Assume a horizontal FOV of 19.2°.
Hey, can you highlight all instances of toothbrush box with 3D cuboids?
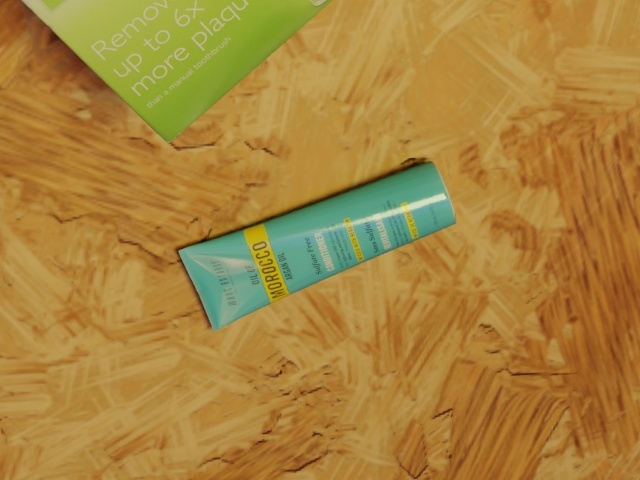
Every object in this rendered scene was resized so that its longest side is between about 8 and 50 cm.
[{"bbox_3d":[-0.120,-0.232,1.201,0.206,0.122,0.283,-40,132,3],"label":"toothbrush box"}]

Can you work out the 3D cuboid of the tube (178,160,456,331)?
[{"bbox_3d":[0.000,0.000,1.451,0.207,0.052,0.080,-22,117,-2],"label":"tube"}]
